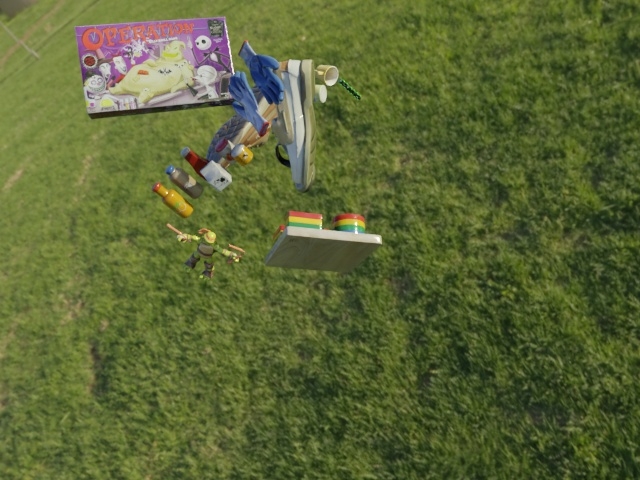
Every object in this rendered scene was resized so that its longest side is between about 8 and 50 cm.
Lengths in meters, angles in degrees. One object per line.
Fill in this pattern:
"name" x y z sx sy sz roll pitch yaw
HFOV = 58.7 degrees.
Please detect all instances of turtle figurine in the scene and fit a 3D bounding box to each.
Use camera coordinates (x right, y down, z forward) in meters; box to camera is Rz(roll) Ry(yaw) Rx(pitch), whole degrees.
"turtle figurine" -0.403 0.030 1.931 0.087 0.269 0.217 -84 19 -44

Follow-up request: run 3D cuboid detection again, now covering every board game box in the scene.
"board game box" -0.382 -0.410 1.344 0.346 0.208 0.056 -9 -7 -12

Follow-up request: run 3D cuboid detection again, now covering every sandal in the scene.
"sandal" -0.091 -0.274 1.764 0.120 0.086 0.303 -62 34 39

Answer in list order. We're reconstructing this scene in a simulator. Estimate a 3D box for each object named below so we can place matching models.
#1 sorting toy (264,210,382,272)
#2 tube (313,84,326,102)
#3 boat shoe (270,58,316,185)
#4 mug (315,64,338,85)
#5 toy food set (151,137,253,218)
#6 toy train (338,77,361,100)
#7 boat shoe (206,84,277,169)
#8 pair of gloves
"sorting toy" 0.000 0.000 1.544 0.257 0.255 0.090 131 141 -63
"tube" -0.097 -0.523 2.018 0.240 0.062 0.070 7 71 23
"boat shoe" -0.067 -0.283 1.382 0.103 0.303 0.113 2 22 6
"mug" 0.011 -0.550 1.860 0.064 0.078 0.062 32 83 38
"toy food set" -0.276 -0.170 1.321 0.232 0.104 0.111 -37 35 16
"toy train" 0.079 -0.407 1.530 0.017 0.083 0.024 -46 38 15
"boat shoe" -0.201 -0.315 1.646 0.324 0.116 0.123 -52 41 -7
"pair of gloves" -0.140 -0.331 1.234 0.023 0.159 0.198 -26 -15 -37
